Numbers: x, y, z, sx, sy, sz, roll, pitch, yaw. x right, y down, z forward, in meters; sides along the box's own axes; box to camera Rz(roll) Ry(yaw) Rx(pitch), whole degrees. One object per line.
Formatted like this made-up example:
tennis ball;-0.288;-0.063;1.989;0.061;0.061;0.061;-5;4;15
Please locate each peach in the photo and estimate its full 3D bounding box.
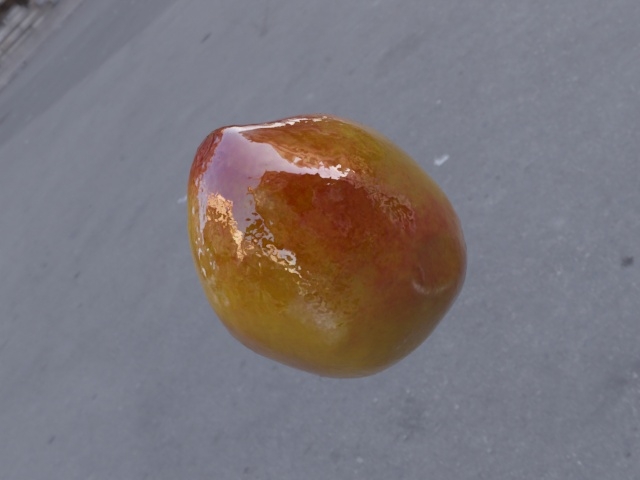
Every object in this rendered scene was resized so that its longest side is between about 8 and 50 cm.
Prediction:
peach;0.003;0.002;0.928;0.289;0.308;0.288;-11;54;15
